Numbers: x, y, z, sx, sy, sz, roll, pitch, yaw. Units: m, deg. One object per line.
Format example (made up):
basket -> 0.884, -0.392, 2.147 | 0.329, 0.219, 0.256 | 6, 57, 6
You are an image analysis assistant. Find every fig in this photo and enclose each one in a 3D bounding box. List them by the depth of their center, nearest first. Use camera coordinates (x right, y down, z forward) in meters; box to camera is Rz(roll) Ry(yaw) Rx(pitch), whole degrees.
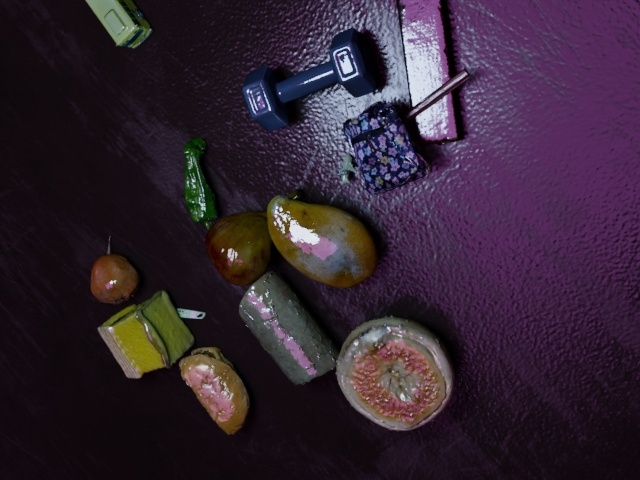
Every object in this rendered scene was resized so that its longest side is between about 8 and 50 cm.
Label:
fig -> -0.158, -0.004, 1.864 | 0.290, 0.190, 0.191 | -28, 93, -14

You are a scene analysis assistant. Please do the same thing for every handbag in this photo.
handbag -> 0.146, -0.221, 1.674 | 0.228, 0.126, 0.208 | -11, 102, 65

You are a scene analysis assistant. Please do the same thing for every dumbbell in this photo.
dumbbell -> -0.026, -0.385, 1.708 | 0.324, 0.160, 0.144 | -18, 128, 22

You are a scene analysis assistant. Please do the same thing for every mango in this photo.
mango -> 0.000, 0.000, 1.769 | 0.316, 0.146, 0.193 | 30, 100, -9

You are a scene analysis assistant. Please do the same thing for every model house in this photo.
model house -> -0.520, 0.286, 2.025 | 0.234, 0.175, 0.193 | -25, 104, 22

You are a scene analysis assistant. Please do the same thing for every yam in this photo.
yam -> -0.086, 0.237, 1.873 | 0.168, 0.168, 0.304 | -40, 88, 24

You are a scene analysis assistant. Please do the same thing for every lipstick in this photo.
lipstick -> 0.262, -0.328, 1.605 | 0.176, 0.027, 0.027 | -34, 90, 25

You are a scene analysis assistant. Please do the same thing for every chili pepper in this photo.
chili pepper -> -0.329, -0.150, 1.909 | 0.100, 0.074, 0.257 | -9, 95, 39

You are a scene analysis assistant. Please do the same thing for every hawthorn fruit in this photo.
hawthorn fruit -> -0.607, 0.106, 2.047 | 0.189, 0.149, 0.149 | 45, 115, 29

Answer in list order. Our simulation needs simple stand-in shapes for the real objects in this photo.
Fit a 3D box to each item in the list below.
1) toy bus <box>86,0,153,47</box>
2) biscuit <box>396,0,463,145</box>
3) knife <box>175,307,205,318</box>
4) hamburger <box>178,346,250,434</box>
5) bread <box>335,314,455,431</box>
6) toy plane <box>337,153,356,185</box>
toy bus -> -0.534, -0.598, 1.859 | 0.088, 0.101, 0.175 | -35, 92, 23
biscuit -> 0.254, -0.411, 1.640 | 0.107, 0.073, 0.389 | -5, 102, 22
knife -> -0.430, 0.210, 2.072 | 0.207, 0.014, 0.030 | 3, 105, 17
hamburger -> -0.285, 0.421, 2.012 | 0.131, 0.124, 0.262 | -33, 92, 23
bread -> 0.194, 0.328, 1.794 | 0.305, 0.159, 0.306 | 3, 105, 13
toy plane -> 0.064, -0.180, 1.778 | 0.080, 0.033, 0.083 | -13, 71, 62
